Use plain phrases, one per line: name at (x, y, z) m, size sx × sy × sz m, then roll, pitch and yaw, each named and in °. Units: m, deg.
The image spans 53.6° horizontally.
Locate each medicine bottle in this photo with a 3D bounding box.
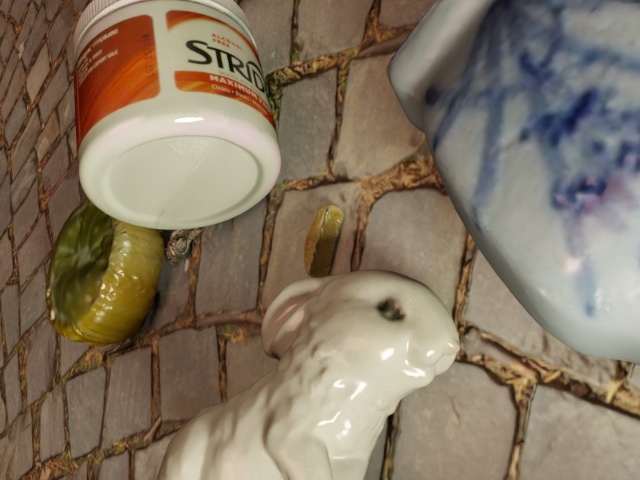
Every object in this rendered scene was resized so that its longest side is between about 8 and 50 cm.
medicine bottle at (-0.193, -0.172, 0.843) m, size 0.252 × 0.252 × 0.241 m, roll -34°, pitch 58°, yaw 33°

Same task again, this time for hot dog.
hot dog at (0.000, 0.000, 0.765) m, size 0.034 × 0.030 × 0.090 m, roll 11°, pitch 86°, yaw 54°

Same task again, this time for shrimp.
shrimp at (-0.214, 0.003, 0.964) m, size 0.092 × 0.038 × 0.029 m, roll -51°, pitch 50°, yaw 22°

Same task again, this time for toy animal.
toy animal at (-0.018, 0.179, 0.648) m, size 0.357 × 0.194 × 0.258 m, roll -54°, pitch 22°, yaw -3°

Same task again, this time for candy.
candy at (-0.354, 0.043, 1.042) m, size 0.259 × 0.118 × 0.260 m, roll -19°, pitch 60°, yaw 38°

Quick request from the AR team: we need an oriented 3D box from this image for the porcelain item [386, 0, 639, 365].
porcelain item at (0.219, -0.053, 0.464) m, size 0.243 × 0.178 × 0.405 m, roll -51°, pitch 50°, yaw 21°
